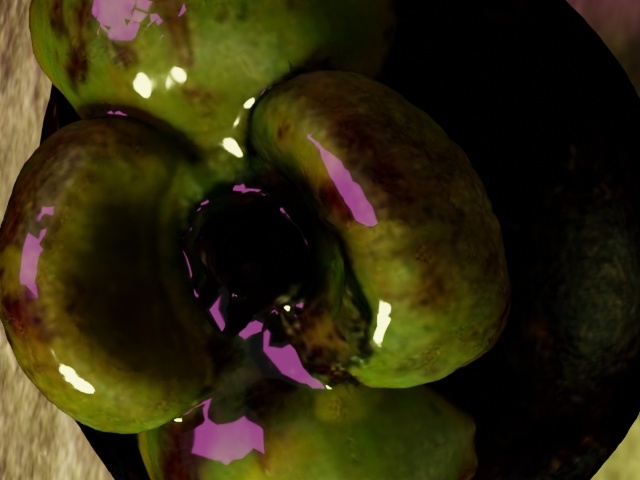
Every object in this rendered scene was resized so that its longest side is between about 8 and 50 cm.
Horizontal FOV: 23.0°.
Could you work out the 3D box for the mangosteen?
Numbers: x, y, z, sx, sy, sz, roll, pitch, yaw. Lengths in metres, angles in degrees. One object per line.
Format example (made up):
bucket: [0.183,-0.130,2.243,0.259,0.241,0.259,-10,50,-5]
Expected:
mangosteen: [0.000,0.000,0.493,0.243,0.243,0.242,-23,63,58]
